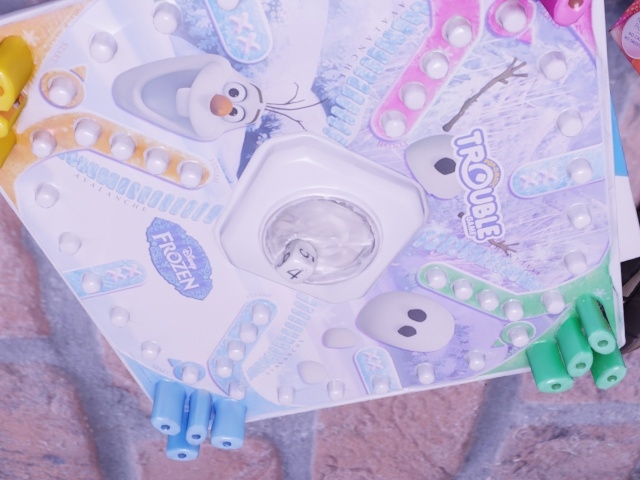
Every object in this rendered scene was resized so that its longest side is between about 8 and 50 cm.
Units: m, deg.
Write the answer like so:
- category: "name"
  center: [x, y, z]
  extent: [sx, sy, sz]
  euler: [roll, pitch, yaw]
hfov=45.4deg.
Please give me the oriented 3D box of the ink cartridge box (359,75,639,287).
- category: "ink cartridge box"
  center: [0.100, -0.064, 0.602]
  extent: [0.232, 0.168, 0.171]
  euler: [-18, 130, 15]

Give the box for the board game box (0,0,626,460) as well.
- category: "board game box"
  center: [0.000, 0.000, 0.513]
  extent: [0.389, 0.050, 0.390]
  euler: [-13, 129, 11]

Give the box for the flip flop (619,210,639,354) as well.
- category: "flip flop"
  center: [0.337, 0.007, 0.735]
  extent: [0.080, 0.112, 0.277]
  euler: [4, 128, -25]

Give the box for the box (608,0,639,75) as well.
- category: "box"
  center: [0.344, -0.127, 0.522]
  extent: [0.256, 0.128, 0.123]
  euler: [0, 145, -33]
